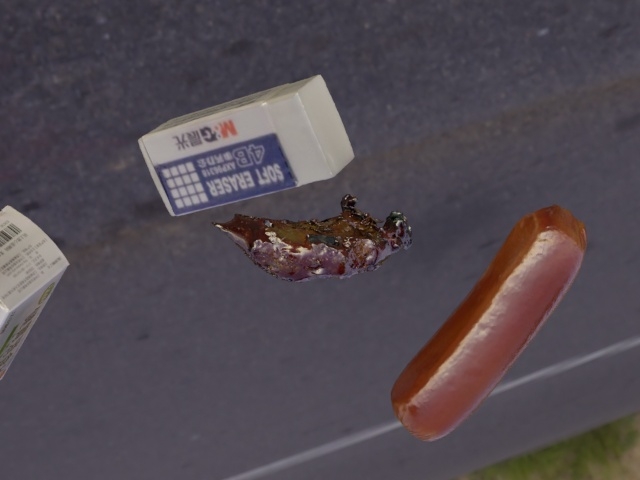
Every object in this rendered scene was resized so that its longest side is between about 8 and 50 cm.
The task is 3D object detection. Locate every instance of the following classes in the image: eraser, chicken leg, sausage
[{"bbox_3d":[-0.101,-0.121,1.676,0.279,0.124,0.081,-12,-162,35],"label":"eraser"},{"bbox_3d":[0.000,0.000,1.417,0.234,0.105,0.063,-9,132,-32],"label":"chicken leg"},{"bbox_3d":[0.185,0.094,1.374,0.300,0.089,0.083,-53,-167,8],"label":"sausage"}]

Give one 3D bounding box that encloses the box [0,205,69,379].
[{"bbox_3d":[-0.551,0.123,2.014,0.333,0.145,0.173,-53,178,34],"label":"box"}]
